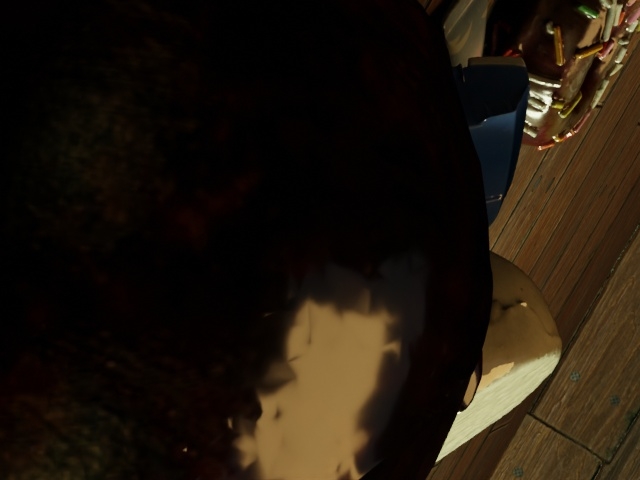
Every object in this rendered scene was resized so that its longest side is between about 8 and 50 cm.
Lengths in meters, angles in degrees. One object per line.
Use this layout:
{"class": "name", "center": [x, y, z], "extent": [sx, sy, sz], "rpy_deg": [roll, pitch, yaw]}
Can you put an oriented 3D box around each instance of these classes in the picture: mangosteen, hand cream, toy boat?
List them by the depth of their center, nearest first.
{"class": "mangosteen", "center": [-0.108, -0.003, 0.592], "extent": [0.306, 0.360, 0.306], "rpy_deg": [-57, -159, 36]}
{"class": "toy boat", "center": [0.103, -0.059, 1.345], "extent": [0.295, 0.129, 0.088], "rpy_deg": [88, -8, -63]}
{"class": "hand cream", "center": [0.111, -0.119, 1.383], "extent": [0.088, 0.055, 0.256], "rpy_deg": [-51, 157, -36]}

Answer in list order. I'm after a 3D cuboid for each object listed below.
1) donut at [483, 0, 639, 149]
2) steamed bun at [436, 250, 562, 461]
{"class": "donut", "center": [0.243, -0.204, 1.517], "extent": [0.269, 0.103, 0.269], "rpy_deg": [-54, 164, -23]}
{"class": "steamed bun", "center": [0.058, 0.101, 1.353], "extent": [0.283, 0.177, 0.283], "rpy_deg": [-32, 164, -10]}
